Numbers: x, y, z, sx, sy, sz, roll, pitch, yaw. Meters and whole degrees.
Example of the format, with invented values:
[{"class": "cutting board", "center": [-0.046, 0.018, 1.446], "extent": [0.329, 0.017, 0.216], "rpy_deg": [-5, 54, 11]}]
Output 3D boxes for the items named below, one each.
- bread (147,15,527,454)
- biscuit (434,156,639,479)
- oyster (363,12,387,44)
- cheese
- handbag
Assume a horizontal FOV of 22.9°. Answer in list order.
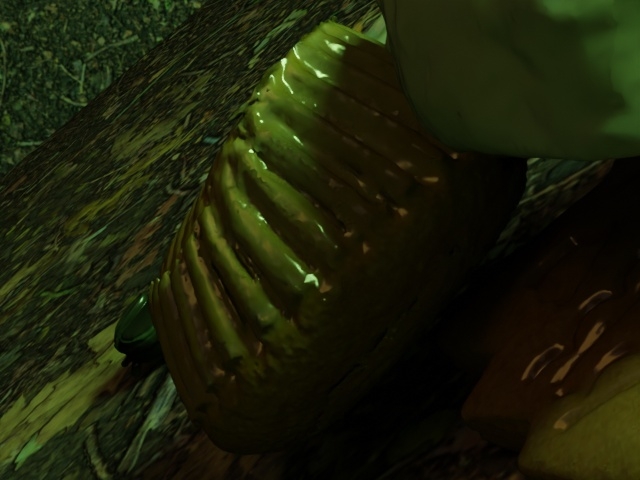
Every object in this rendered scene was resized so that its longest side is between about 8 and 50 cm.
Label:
[{"class": "bread", "center": [0.001, 0.004, 0.824], "extent": [0.240, 0.139, 0.240], "rpy_deg": [-52, -3, -4]}, {"class": "biscuit", "center": [0.157, 0.017, 0.672], "extent": [0.284, 0.043, 0.306], "rpy_deg": [-34, 18, 22]}, {"class": "oyster", "center": [0.140, -0.141, 1.016], "extent": [0.341, 0.110, 0.166], "rpy_deg": [-39, 22, -4]}, {"class": "cheese", "center": [0.181, -0.132, 0.683], "extent": [0.326, 0.115, 0.318], "rpy_deg": [-24, 19, -34]}, {"class": "handbag", "center": [-0.109, 0.053, 1.168], "extent": [0.111, 0.047, 0.072], "rpy_deg": [-39, 22, 6]}]
